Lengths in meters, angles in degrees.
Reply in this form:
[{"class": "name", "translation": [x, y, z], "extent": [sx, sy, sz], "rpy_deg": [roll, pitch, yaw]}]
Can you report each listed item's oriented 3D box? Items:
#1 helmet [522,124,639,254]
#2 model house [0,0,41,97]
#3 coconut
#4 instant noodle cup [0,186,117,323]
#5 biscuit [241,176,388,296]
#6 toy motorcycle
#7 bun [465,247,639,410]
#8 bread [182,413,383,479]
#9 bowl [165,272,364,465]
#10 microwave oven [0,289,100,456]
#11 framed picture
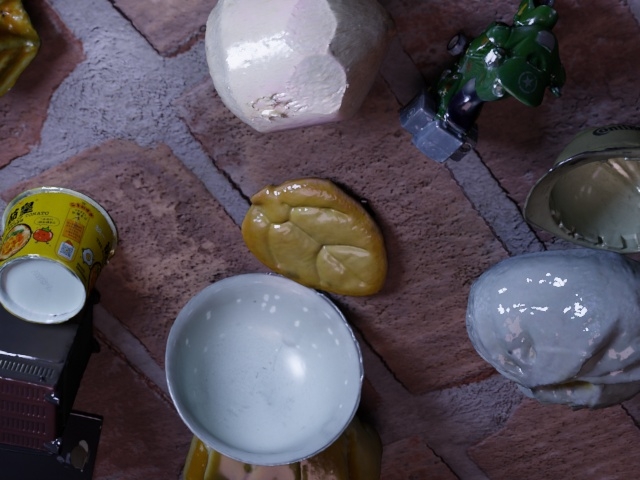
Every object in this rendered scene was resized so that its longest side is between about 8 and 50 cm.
[{"class": "helmet", "translation": [0.398, -0.096, 1.695], "extent": [0.258, 0.137, 0.204], "rpy_deg": [17, 136, -23]}, {"class": "model house", "translation": [-0.469, -0.291, 1.572], "extent": [0.239, 0.173, 0.268], "rpy_deg": [31, 118, -28]}, {"class": "coconut", "translation": [-0.021, -0.248, 1.559], "extent": [0.234, 0.224, 0.224], "rpy_deg": [-4, 130, 23]}, {"class": "instant noodle cup", "translation": [-0.410, 0.032, 1.859], "extent": [0.182, 0.144, 0.182], "rpy_deg": [2, 130, 2]}, {"class": "biscuit", "translation": [0.000, 0.003, 1.872], "extent": [0.203, 0.041, 0.260], "rpy_deg": [-36, 117, 28]}, {"class": "toy motorcycle", "translation": [0.215, -0.202, 1.594], "extent": [0.125, 0.187, 0.275], "rpy_deg": [31, 126, -20]}, {"class": "bun", "translation": [0.379, 0.146, 1.811], "extent": [0.355, 0.194, 0.354], "rpy_deg": [10, 159, 4]}, {"class": "bread", "translation": [-0.062, 0.394, 2.097], "extent": [0.341, 0.210, 0.300], "rpy_deg": [17, 131, -10]}, {"class": "bowl", "translation": [-0.098, 0.222, 1.929], "extent": [0.313, 0.313, 0.146], "rpy_deg": [13, 151, -7]}, {"class": "microwave oven", "translation": [-0.464, 0.197, 1.939], "extent": [0.178, 0.247, 0.188], "rpy_deg": [9, 128, 1]}, {"class": "framed picture", "translation": [-0.571, 0.370, 2.237], "extent": [0.324, 0.013, 0.244], "rpy_deg": [12, 130, -7]}]
